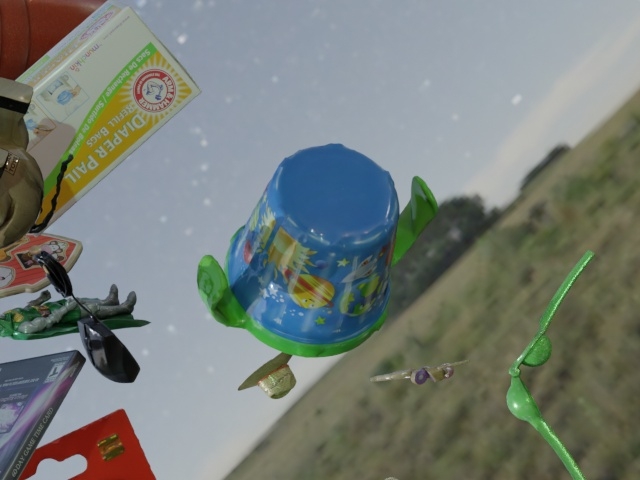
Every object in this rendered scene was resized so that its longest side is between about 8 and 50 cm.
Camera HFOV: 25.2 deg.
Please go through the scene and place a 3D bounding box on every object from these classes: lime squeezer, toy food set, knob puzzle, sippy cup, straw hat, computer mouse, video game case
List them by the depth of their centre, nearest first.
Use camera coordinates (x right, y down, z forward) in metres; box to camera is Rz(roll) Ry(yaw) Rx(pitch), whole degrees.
[{"bbox_3d":[-0.410,0.250,1.708,0.196,0.026,0.274,-12,37,36],"label":"video game case"},{"bbox_3d":[-0.288,0.099,1.725,0.041,0.071,0.242,-43,-47,-16],"label":"computer mouse"},{"bbox_3d":[0.291,0.166,1.818,0.110,0.310,0.059,-2,-8,28],"label":"lime squeezer"},{"bbox_3d":[0.132,0.175,1.851,0.078,0.019,0.122,-8,-4,-42],"label":"toy food set"},{"bbox_3d":[0.000,0.000,1.866,0.305,0.240,0.224,-60,-7,-35],"label":"sippy cup"},{"bbox_3d":[-0.440,0.023,2.072,0.213,0.213,0.030,-39,-47,-48],"label":"knob puzzle"},{"bbox_3d":[-0.080,0.258,2.633,0.144,0.061,0.144,-37,-11,-9],"label":"straw hat"}]

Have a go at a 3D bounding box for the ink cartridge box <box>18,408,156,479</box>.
[{"bbox_3d":[-0.291,0.451,1.971,0.308,0.385,0.091,-23,-4,-40],"label":"ink cartridge box"}]

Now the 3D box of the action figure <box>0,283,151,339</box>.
[{"bbox_3d":[-0.373,0.105,2.026,0.232,0.063,0.137,-11,16,-43],"label":"action figure"}]

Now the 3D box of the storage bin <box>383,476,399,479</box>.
[{"bbox_3d":[0.079,0.459,1.714,0.260,0.123,0.262,-41,34,1],"label":"storage bin"}]

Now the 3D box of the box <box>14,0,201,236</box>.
[{"bbox_3d":[-0.224,-0.117,1.308,0.203,0.103,0.114,-42,21,-5],"label":"box"}]

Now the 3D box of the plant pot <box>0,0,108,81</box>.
[{"bbox_3d":[-0.496,-0.342,2.399,0.265,0.272,0.272,-5,-33,-43],"label":"plant pot"}]

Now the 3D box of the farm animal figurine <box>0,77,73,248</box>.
[{"bbox_3d":[-0.354,-0.085,1.132,0.330,0.327,0.172,-59,-5,-38],"label":"farm animal figurine"}]
